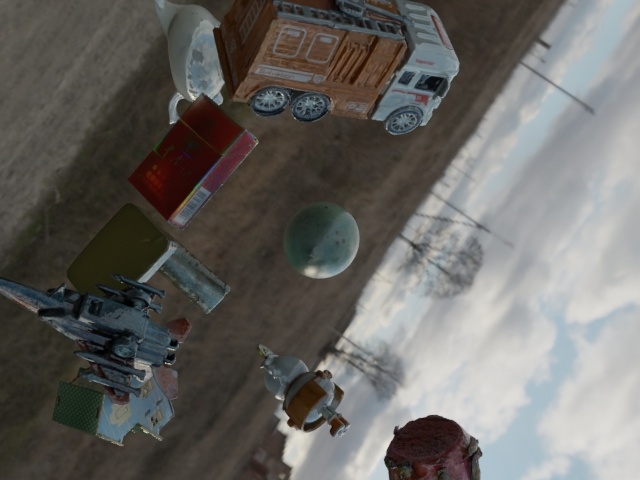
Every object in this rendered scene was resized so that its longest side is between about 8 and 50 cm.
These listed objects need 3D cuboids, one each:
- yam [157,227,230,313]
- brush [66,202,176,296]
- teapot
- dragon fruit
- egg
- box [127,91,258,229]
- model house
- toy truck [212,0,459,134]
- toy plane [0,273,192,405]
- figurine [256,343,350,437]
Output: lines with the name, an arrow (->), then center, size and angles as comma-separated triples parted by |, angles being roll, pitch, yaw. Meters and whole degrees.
yam -> -0.326, 0.061, 1.774 | 0.093, 0.259, 0.093 | -41, -161, 17
brush -> -0.372, 0.036, 1.442 | 0.197, 0.123, 0.059 | -46, 169, 8
teapot -> -0.285, -0.390, 1.697 | 0.208, 0.165, 0.300 | -114, -152, -65
dragon fruit -> 0.237, 0.469, 1.640 | 0.282, 0.211, 0.147 | -31, 127, -45
egg -> 0.000, 0.000, 1.720 | 0.169, 0.169, 0.236 | -54, 180, -20
box -> -0.187, -0.117, 1.125 | 0.175, 0.112, 0.048 | -50, 151, 1
model house -> -0.448, 0.327, 1.606 | 0.206, 0.178, 0.271 | -45, 136, -48
toy truck -> 0.042, -0.312, 1.255 | 0.387, 0.173, 0.207 | 3, 146, -29
toy plane -> -0.338, 0.114, 1.136 | 0.104, 0.326, 0.223 | -32, -143, 34
figurine -> -0.042, 0.317, 1.669 | 0.143, 0.271, 0.143 | -28, 157, -13
